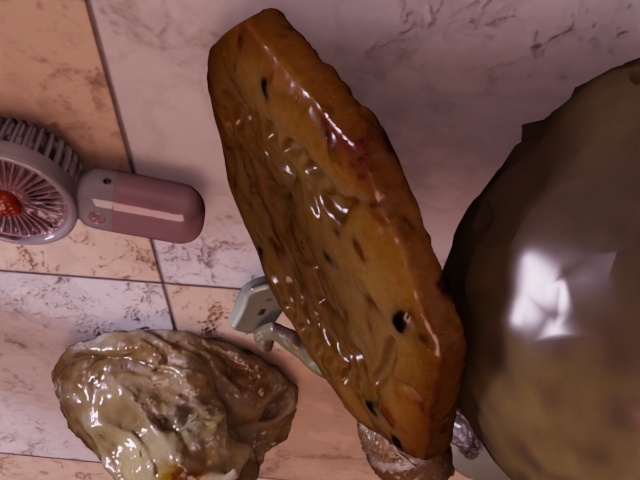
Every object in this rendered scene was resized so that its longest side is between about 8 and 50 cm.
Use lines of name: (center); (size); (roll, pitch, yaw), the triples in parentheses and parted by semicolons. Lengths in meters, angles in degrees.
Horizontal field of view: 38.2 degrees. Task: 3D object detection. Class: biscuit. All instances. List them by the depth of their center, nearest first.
biscuit: (-0.001, 0.000, 0.700); (0.046, 0.359, 0.359); (-25, 145, -17)

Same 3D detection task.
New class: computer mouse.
computer mouse: (-0.066, 0.067, 1.004); (0.055, 0.032, 0.110); (5, 143, -23)

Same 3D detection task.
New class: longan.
longan: (0.280, 0.044, 0.657); (0.391, 0.391, 0.391); (5, 142, 4)

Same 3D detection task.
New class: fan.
fan: (-0.229, -0.043, 0.864); (0.244, 0.074, 0.130); (11, 141, -4)

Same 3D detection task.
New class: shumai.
shumai: (-0.190, 0.267, 1.102); (0.314, 0.262, 0.267); (21, 140, -13)

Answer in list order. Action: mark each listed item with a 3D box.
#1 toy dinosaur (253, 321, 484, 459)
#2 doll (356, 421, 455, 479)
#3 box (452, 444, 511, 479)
toy dinosaur: (0.060, 0.139, 0.999); (0.294, 0.077, 0.162); (37, 152, -22)
doll: (0.113, 0.267, 1.178); (0.105, 0.115, 0.221); (-13, 145, 10)
box: (0.326, 0.165, 1.018); (0.367, 0.090, 0.373); (2, 142, 10)
